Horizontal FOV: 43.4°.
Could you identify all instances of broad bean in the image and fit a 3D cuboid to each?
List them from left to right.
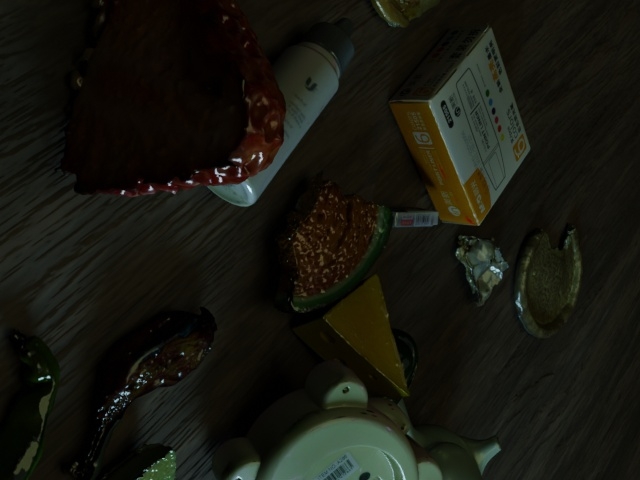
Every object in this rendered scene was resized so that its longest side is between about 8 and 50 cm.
[{"bbox_3d":[-0.314,0.192,0.848,0.061,0.046,0.195,11,84,-37],"label":"broad bean"}]

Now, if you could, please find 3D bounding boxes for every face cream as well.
[{"bbox_3d":[-0.041,-0.185,1.048,0.311,0.092,0.092,-57,134,-25],"label":"face cream"}]

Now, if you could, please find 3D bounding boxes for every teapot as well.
[{"bbox_3d":[0.153,0.376,1.337,0.318,0.149,0.220,33,56,-21],"label":"teapot"}]

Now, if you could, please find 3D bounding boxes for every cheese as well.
[{"bbox_3d":[0.063,0.160,1.178,0.126,0.093,0.171,-33,91,-39],"label":"cheese"}]

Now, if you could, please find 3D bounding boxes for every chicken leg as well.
[{"bbox_3d":[-0.216,0.170,0.954,0.253,0.051,0.106,-48,135,-27],"label":"chicken leg"}]

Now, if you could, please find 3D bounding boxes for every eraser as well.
[{"bbox_3d":[0.138,-0.038,1.305,0.122,0.052,0.029,-3,101,-49],"label":"eraser"}]

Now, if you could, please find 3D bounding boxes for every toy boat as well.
[{"bbox_3d":[0.075,0.227,1.247,0.104,0.052,0.210,39,78,-2],"label":"toy boat"}]

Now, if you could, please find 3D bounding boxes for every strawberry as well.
[{"bbox_3d":[-0.128,-0.163,0.828,0.150,0.280,0.253,14,77,-51],"label":"strawberry"}]

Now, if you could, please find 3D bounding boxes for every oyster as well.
[{"bbox_3d":[0.305,0.043,1.509,0.108,0.053,0.165,-38,133,-15],"label":"oyster"}]

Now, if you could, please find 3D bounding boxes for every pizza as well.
[{"bbox_3d":[0.147,-0.422,1.255,0.262,0.034,0.181,-11,105,-47],"label":"pizza"}]

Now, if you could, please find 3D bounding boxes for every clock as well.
[{"bbox_3d":[0.011,0.336,1.138,0.284,0.114,0.309,-38,122,-8],"label":"clock"}]

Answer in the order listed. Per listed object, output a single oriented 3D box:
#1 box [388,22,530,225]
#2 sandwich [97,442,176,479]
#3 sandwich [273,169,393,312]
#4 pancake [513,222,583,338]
[{"bbox_3d":[0.245,-0.192,1.367,0.221,0.091,0.274,-52,131,-27],"label":"box"},{"bbox_3d":[-0.248,0.388,0.948,0.245,0.063,0.212,-37,126,-32],"label":"sandwich"},{"bbox_3d":[-0.002,0.011,1.149,0.159,0.079,0.235,47,59,-31],"label":"sandwich"},{"bbox_3d":[0.504,0.077,1.755,0.286,0.033,0.288,-59,134,-22],"label":"pancake"}]
